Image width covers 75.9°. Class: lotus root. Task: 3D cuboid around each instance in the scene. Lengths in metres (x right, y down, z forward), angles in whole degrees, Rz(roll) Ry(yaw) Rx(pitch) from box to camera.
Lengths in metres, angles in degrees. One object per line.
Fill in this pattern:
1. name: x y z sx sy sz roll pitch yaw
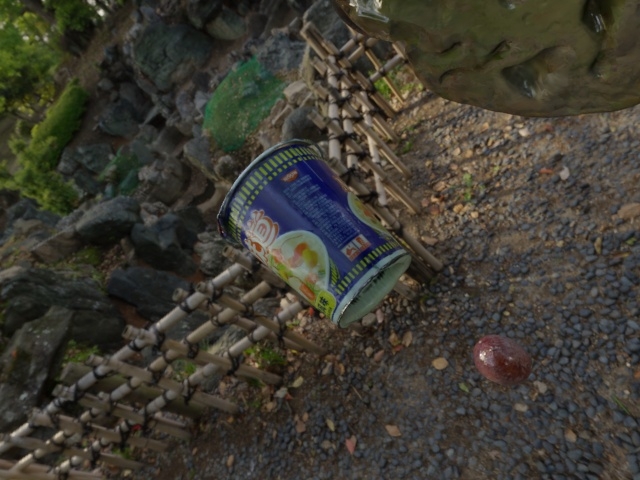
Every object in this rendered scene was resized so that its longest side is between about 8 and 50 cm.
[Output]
1. lotus root: 0.183 -0.260 0.367 0.111 0.390 0.375 -64 16 -11

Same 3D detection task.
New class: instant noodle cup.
1. instant noodle cup: 0.000 0.000 0.821 0.284 0.284 0.312 -48 68 5

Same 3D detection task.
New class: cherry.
1. cherry: 0.375 0.246 0.823 0.107 0.225 0.090 12 76 43

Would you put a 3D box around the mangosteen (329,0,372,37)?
1. mangosteen: 0.132 -0.523 0.755 0.311 0.311 0.311 -28 42 29
